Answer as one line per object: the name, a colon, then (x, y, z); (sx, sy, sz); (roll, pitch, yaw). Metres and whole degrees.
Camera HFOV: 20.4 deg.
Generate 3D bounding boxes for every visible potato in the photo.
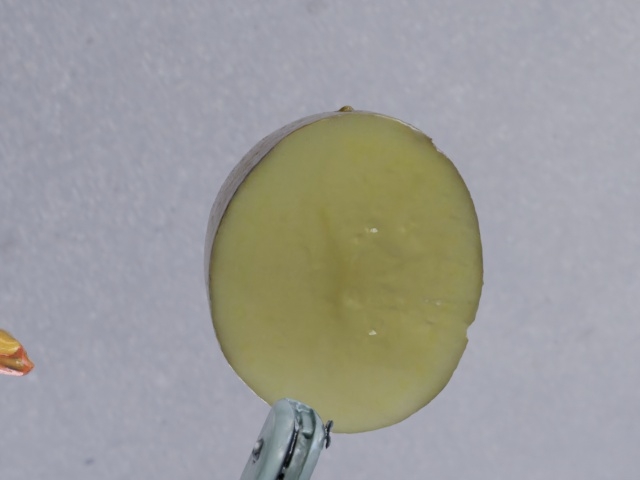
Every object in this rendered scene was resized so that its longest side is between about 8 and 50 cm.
potato: (0.000, 0.000, 1.147); (0.178, 0.158, 0.203); (-25, 115, -6)

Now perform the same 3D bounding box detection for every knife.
knife: (-0.036, 0.132, 0.615); (0.023, 0.044, 0.162); (21, 101, -6)

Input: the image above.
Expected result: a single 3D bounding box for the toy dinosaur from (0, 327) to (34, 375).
toy dinosaur: (-0.270, 0.071, 0.829); (0.288, 0.070, 0.117); (-2, 121, 8)
